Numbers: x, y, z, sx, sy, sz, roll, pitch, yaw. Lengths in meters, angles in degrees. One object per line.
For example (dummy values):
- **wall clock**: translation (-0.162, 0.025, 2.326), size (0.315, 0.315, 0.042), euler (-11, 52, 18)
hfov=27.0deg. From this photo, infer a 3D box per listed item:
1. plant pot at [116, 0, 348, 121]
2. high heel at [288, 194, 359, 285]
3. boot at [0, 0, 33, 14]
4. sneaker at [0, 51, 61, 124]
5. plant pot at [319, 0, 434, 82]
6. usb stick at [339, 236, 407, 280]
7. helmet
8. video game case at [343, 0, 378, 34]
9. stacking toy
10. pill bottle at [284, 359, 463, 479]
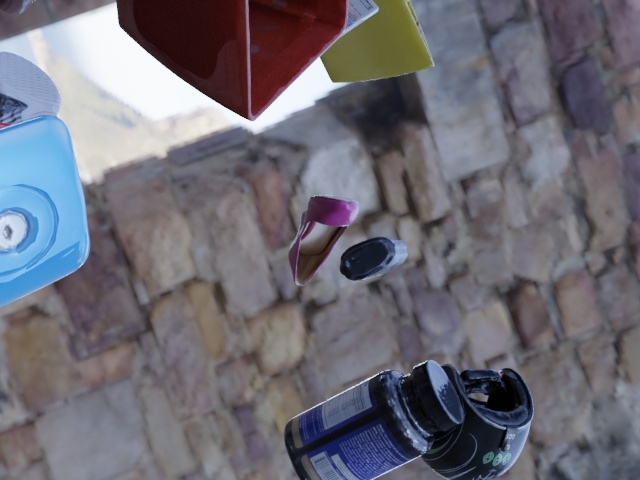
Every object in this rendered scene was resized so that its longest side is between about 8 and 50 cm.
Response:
- **plant pot**: translation (-0.125, -0.360, 1.741), size (0.236, 0.267, 0.267), euler (21, -45, 21)
- **high heel**: translation (0.000, 0.000, 2.057), size (0.244, 0.082, 0.117), euler (158, -58, -69)
- **boot**: translation (-0.270, -0.382, 1.466), size (0.090, 0.248, 0.207), euler (34, -37, -17)
- **sneaker**: translation (-0.431, -0.072, 1.685), size (0.137, 0.210, 0.366), euler (30, 28, -26)
- **plant pot**: translation (0.071, -0.409, 2.437), size (0.212, 0.187, 0.212), euler (-97, 162, -57)
- **usb stick**: translation (0.074, 0.023, 1.764), size (0.045, 0.077, 0.278), euler (61, 6, 4)
- **helmet**: translation (0.203, 0.256, 1.850), size (0.161, 0.169, 0.169), euler (-58, -137, 37)
- **video game case**: translation (0.018, -0.365, 2.109), size (0.087, 0.122, 0.011), euler (51, -13, 12)
- **stacking toy**: translation (-0.360, -0.075, 1.259), size (0.302, 0.166, 0.175), euler (39, -37, 41)
- **pill bottle**: translation (0.072, 0.246, 1.759), size (0.123, 0.219, 0.123), euler (52, 20, -27)
